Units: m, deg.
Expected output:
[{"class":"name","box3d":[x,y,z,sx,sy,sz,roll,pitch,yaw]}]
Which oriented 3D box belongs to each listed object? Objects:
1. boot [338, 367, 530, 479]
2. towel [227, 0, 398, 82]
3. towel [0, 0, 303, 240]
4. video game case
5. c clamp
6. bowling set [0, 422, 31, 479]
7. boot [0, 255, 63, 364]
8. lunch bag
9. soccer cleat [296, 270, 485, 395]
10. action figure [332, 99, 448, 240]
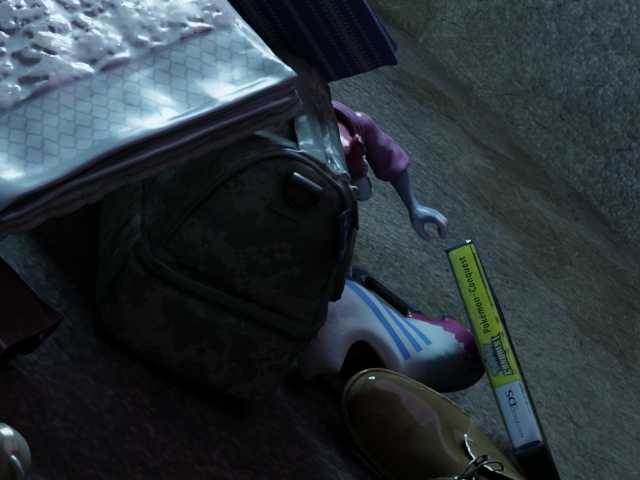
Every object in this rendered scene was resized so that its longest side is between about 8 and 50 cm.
[{"class":"boot","box3d":[0.153,0.232,1.641,0.305,0.112,0.115,40,-18,0]},{"class":"towel","box3d":[-0.114,-0.216,1.669,0.243,0.336,0.040,51,31,-51]},{"class":"towel","box3d":[-0.230,-0.171,1.437,0.332,0.053,0.317,-26,59,-29]},{"class":"video game case","box3d":[0.212,0.160,1.820,0.275,0.035,0.248,58,13,-63]},{"class":"c clamp","box3d":[0.083,0.083,2.061,0.160,0.022,0.137,35,13,-11]},{"class":"bowling set","box3d":[-0.254,0.120,1.065,0.200,0.154,0.287,19,28,-48]},{"class":"boot","box3d":[-0.321,0.016,1.278,0.207,0.090,0.248,41,14,9]},{"class":"lunch bag","box3d":[-0.075,-0.031,1.582,0.212,0.256,0.305,25,24,-17]},{"class":"soccer cleat","box3d":[0.074,0.140,1.798,0.331,0.116,0.143,27,46,-45]},{"class":"action figure","box3d":[-0.004,-0.119,1.890,0.248,0.276,0.370,-6,1,-15]}]
